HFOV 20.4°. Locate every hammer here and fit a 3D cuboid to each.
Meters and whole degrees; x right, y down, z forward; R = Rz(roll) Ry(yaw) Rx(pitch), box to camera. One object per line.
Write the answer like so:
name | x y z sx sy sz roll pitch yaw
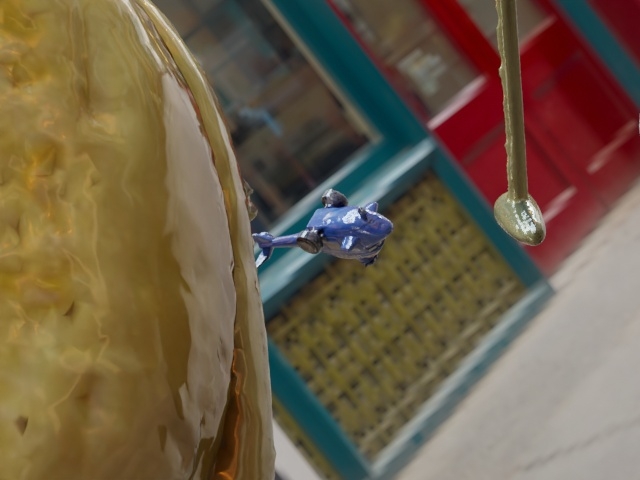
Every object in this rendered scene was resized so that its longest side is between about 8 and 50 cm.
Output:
hammer | 0.122 -0.093 1.123 0.028 0.195 0.060 -8 15 -5

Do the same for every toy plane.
toy plane | 0.000 0.000 1.417 0.167 0.062 0.054 -6 44 47

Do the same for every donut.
donut | -0.215 0.021 0.619 0.449 0.449 0.198 -40 -10 -33
